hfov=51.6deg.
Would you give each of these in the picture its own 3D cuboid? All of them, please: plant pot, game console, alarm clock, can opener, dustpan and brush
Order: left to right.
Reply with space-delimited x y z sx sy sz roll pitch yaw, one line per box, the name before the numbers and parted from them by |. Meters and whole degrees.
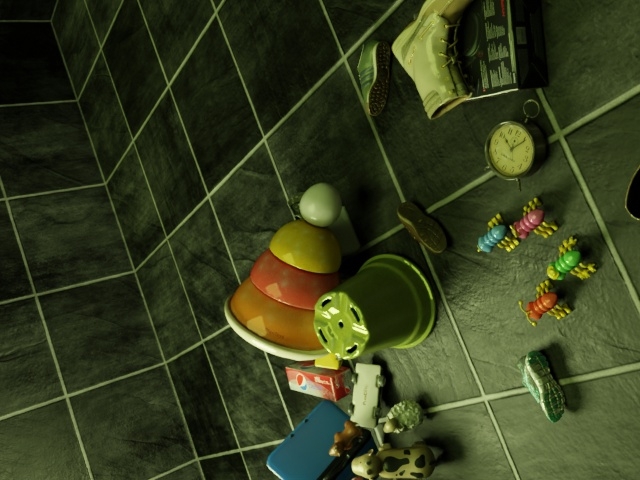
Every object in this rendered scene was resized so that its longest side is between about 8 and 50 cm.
can opener | -0.015 -0.028 2.097 0.283 0.076 0.095 60 173 19
dustpan and brush | 0.000 0.000 2.008 0.060 0.211 0.147 76 173 -80
game console | 0.021 0.688 2.027 0.173 0.293 0.250 10 130 46
plant pot | 0.127 0.195 1.773 0.276 0.254 0.276 12 109 38
alarm clock | 0.432 -0.215 1.435 0.129 0.064 0.192 43 135 37

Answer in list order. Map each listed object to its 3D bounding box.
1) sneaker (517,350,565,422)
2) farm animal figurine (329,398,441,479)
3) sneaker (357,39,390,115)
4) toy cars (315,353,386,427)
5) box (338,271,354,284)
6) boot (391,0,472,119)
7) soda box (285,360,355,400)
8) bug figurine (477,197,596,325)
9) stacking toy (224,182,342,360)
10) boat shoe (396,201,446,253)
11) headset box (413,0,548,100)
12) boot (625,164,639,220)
sneaker | 0.508 0.338 1.535 0.076 0.065 0.167 137 117 -68
farm animal figurine | 0.178 0.647 1.839 0.172 0.326 0.330 51 -162 -79
sneaker | 0.136 -0.436 1.758 0.086 0.064 0.192 36 128 50
toy cars | 0.095 0.390 2.052 0.176 0.087 0.394 -38 68 12
box | 0.034 0.127 2.073 0.169 0.059 0.054 12 108 50
boot | 0.268 -0.395 1.375 0.262 0.095 0.204 -40 68 52
soda box | -0.003 0.460 2.203 0.263 0.092 0.084 -3 101 53
bug figurine | 0.466 0.039 1.468 0.279 0.072 0.216 58 140 23
stacking toy | -0.044 0.064 1.880 0.350 0.350 0.480 37 114 40
boat shoe | 0.267 -0.027 1.725 0.178 0.064 0.060 50 167 32
headset box | 0.334 -0.419 1.456 0.293 0.110 0.218 1 102 52
boot | 0.629 -0.166 1.153 0.112 0.115 0.305 39 129 41
